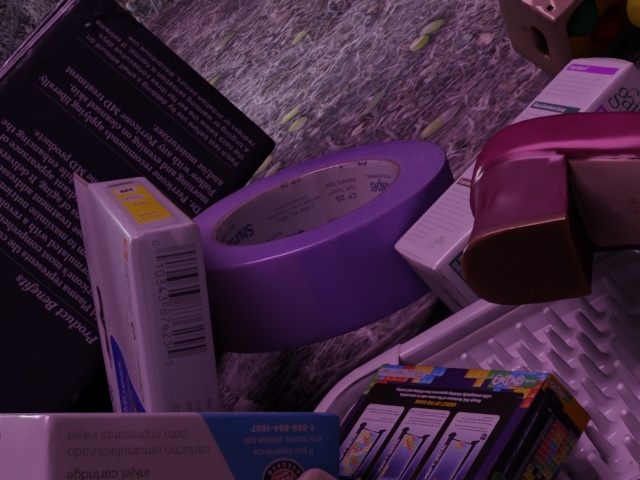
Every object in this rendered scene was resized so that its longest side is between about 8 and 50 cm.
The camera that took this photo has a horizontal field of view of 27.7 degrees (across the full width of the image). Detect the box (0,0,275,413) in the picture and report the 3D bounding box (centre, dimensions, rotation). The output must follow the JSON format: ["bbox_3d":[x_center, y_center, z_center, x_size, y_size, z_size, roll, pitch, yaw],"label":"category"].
[{"bbox_3d":[-0.361,0.024,1.547,0.472,0.297,0.480,-52,8,-24],"label":"box"}]

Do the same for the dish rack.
[{"bbox_3d":[0.124,0.142,0.882,0.333,0.072,0.285,-33,22,25],"label":"dish rack"}]

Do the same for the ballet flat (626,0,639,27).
[{"bbox_3d":[0.388,-0.267,1.194,0.231,0.077,0.077,-37,35,12],"label":"ballet flat"}]

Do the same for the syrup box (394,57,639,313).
[{"bbox_3d":[0.185,-0.039,1.084,0.237,0.093,0.096,-45,21,-6],"label":"syrup box"}]

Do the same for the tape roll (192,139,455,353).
[{"bbox_3d":[0.000,0.000,1.222,0.274,0.090,0.275,-18,19,6],"label":"tape roll"}]

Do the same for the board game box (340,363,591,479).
[{"bbox_3d":[0.066,0.147,0.812,0.170,0.048,0.141,-4,45,57],"label":"board game box"}]

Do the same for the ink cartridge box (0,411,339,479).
[{"bbox_3d":[-0.119,0.240,0.790,0.197,0.198,0.270,-11,78,54],"label":"ink cartridge box"}]

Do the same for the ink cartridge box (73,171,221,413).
[{"bbox_3d":[-0.151,0.103,1.172,0.072,0.304,0.307,-11,16,-13],"label":"ink cartridge box"}]

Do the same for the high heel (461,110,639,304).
[{"bbox_3d":[0.274,-0.052,0.809,0.377,0.127,0.181,-3,31,18],"label":"high heel"}]

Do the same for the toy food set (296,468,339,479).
[{"bbox_3d":[0.033,0.199,0.592,0.306,0.092,0.220,-12,40,54],"label":"toy food set"}]

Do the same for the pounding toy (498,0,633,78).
[{"bbox_3d":[0.290,-0.258,1.304,0.206,0.181,0.094,-45,61,-6],"label":"pounding toy"}]
